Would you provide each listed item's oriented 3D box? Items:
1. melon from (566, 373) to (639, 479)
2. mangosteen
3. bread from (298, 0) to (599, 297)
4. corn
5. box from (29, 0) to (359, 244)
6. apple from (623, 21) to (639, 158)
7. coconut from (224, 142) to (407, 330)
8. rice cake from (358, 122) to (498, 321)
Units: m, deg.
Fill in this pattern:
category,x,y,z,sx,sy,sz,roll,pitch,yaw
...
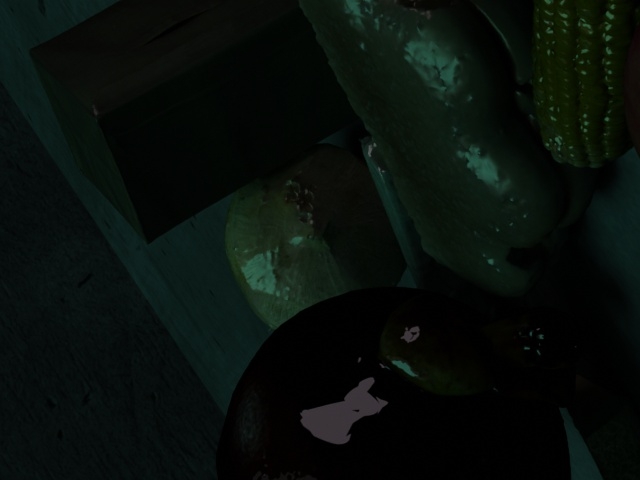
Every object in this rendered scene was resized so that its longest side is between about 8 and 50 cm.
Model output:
category,x,y,z,sx,sy,sz,roll,pitch,yaw
melon,0.247,0.198,1.252,0.182,0.054,0.098,64,170,-22
mangosteen,0.061,0.161,1.180,0.297,0.297,0.293,42,149,43
bread,0.096,-0.095,1.024,0.337,0.102,0.183,62,166,-27
corn,0.151,-0.145,0.775,0.097,0.097,0.320,49,165,27
box,-0.112,-0.140,1.332,0.149,0.231,0.155,42,158,45
apple,0.208,-0.067,0.635,0.153,0.153,0.120,76,174,-51
coconut,-0.003,0.001,1.393,0.194,0.194,0.194,51,164,21
rice cake,0.110,0.029,1.306,0.336,0.063,0.066,65,175,-31
